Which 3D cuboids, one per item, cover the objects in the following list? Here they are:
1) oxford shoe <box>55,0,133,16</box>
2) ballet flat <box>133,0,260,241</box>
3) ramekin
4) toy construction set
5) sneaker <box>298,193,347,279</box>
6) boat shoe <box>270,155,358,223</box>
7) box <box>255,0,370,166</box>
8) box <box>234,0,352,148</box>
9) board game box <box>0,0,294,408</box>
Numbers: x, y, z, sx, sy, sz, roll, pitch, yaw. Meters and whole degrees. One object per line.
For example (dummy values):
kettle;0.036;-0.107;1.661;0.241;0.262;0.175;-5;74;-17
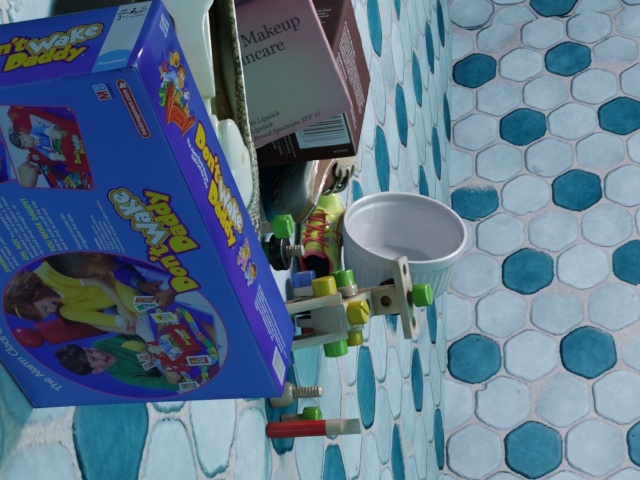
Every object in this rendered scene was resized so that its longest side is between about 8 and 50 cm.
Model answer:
oxford shoe;-0.227;-0.183;1.096;0.076;0.076;0.212;128;-37;-66
ballet flat;-0.143;-0.158;1.135;0.182;0.164;0.482;141;-56;-70
ramekin;0.134;0.018;1.825;0.207;0.207;0.109;-74;173;-54
toy construction set;0.042;0.139;1.637;0.257;0.237;0.308;50;38;-66
sneaker;0.000;0.000;1.836;0.094;0.082;0.208;-11;96;-73
boat shoe;0.008;-0.132;1.756;0.116;0.123;0.324;32;38;-14
box;-0.030;-0.238;1.628;0.203;0.167;0.168;-79;158;-48
box;-0.071;-0.258;1.396;0.127;0.149;0.232;-106;173;-64
board game box;-0.179;-0.006;0.852;0.078;0.233;0.347;-80;160;-43
